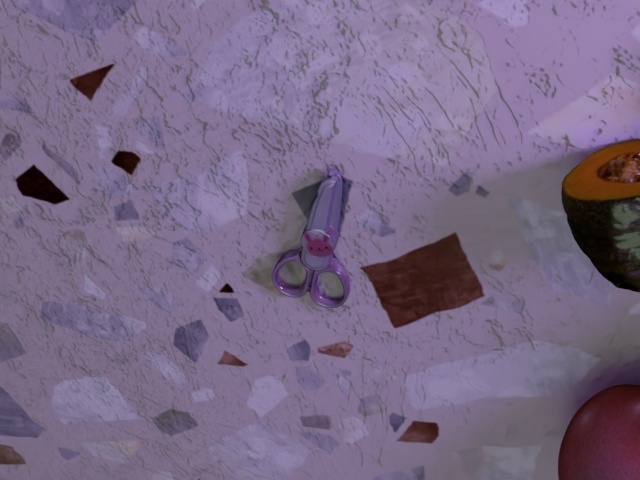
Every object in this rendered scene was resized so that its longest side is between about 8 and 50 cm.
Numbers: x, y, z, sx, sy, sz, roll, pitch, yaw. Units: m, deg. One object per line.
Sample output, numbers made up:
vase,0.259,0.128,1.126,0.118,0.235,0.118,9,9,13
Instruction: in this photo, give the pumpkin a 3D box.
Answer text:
pumpkin,0.447,-0.037,1.336,0.317,0.221,0.139,-8,122,25

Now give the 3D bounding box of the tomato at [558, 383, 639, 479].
tomato,0.460,0.327,1.596,0.256,0.224,0.255,21,136,22

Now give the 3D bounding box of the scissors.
scissors,0.000,0.000,1.640,0.118,0.030,0.242,18,130,5
